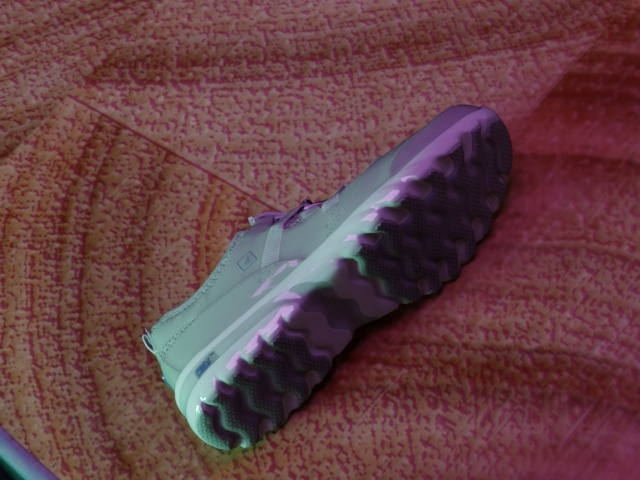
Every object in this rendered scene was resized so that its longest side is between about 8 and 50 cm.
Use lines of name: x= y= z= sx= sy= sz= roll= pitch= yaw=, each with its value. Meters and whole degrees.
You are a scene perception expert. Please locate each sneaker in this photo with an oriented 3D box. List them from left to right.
sneaker: x=0.000 y=0.000 z=1.255 sx=0.281 sy=0.105 sz=0.115 roll=-40 pitch=50 yaw=-10

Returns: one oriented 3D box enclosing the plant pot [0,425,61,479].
plant pot: x=-0.151 y=0.286 z=0.998 sx=0.248 sy=0.252 sz=0.247 roll=-45 pitch=51 yaw=-14
